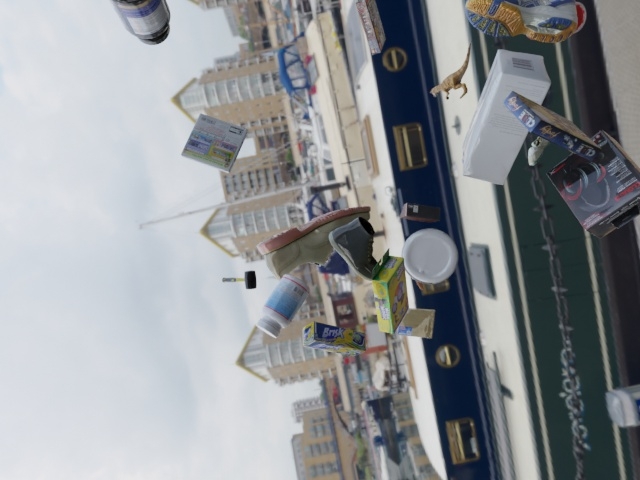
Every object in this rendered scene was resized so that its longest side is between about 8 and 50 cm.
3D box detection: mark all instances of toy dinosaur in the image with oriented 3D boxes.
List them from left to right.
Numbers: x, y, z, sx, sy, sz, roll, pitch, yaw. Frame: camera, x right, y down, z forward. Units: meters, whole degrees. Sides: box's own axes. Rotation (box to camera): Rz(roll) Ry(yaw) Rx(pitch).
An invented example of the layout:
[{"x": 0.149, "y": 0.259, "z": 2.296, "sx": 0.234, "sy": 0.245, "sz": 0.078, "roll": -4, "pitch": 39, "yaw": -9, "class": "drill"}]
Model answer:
[{"x": 0.435, "y": -0.516, "z": 1.571, "sx": 0.112, "sy": 0.064, "sz": 0.211, "roll": 47, "pitch": 139, "yaw": -2, "class": "toy dinosaur"}]

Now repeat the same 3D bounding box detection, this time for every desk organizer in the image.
[{"x": 0.335, "y": -0.092, "z": 1.652, "sx": 0.050, "sy": 0.131, "sz": 0.047, "roll": 163, "pitch": 113, "yaw": -68, "class": "desk organizer"}]

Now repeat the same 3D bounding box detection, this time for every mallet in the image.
[{"x": -0.275, "y": 0.142, "z": 1.645, "sx": 0.190, "sy": 0.039, "sz": 0.062, "roll": -16, "pitch": 81, "yaw": 48, "class": "mallet"}]

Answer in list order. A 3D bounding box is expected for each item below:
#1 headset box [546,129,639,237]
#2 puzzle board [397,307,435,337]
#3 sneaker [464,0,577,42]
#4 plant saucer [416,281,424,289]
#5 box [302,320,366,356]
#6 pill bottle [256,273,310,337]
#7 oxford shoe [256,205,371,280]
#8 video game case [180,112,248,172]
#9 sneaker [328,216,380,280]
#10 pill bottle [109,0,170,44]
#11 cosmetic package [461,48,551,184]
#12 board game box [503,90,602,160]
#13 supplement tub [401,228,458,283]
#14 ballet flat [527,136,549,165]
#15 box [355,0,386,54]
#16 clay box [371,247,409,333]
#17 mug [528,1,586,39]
[{"x": 0.903, "y": -0.168, "z": 1.555, "sx": 0.218, "sy": 0.110, "sz": 0.293, "roll": -45, "pitch": 43, "yaw": 35, "class": "headset box"}, {"x": 0.327, "y": 0.280, "z": 1.666, "sx": 0.011, "sy": 0.128, "sz": 0.096, "roll": 30, "pitch": -115, "yaw": -48, "class": "puzzle board"}, {"x": 0.527, "y": -0.617, "z": 1.291, "sx": 0.112, "sy": 0.297, "sz": 0.130, "roll": 126, "pitch": 154, "yaw": -76, "class": "sneaker"}, {"x": 0.415, "y": 0.167, "z": 2.049, "sx": 0.083, "sy": 0.013, "sz": 0.083, "roll": 49, "pitch": -154, "yaw": -34, "class": "plant saucer"}, {"x": 0.037, "y": 0.264, "z": 1.302, "sx": 0.059, "sy": 0.169, "sz": 0.054, "roll": -38, "pitch": 43, "yaw": 45, "class": "box"}, {"x": -0.102, "y": 0.176, "z": 1.312, "sx": 0.160, "sy": 0.087, "sz": 0.087, "roll": -57, "pitch": -16, "yaw": -17, "class": "pill bottle"}, {"x": 0.000, "y": 0.000, "z": 1.557, "sx": 0.146, "sy": 0.397, "sz": 0.140, "roll": 68, "pitch": 162, "yaw": -4, "class": "oxford shoe"}, {"x": -0.419, "y": -0.386, "z": 1.934, "sx": 0.023, "sy": 0.213, "sz": 0.193, "roll": 75, "pitch": -144, "yaw": -77, "class": "video game case"}, {"x": 0.137, "y": 0.031, "z": 1.442, "sx": 0.222, "sy": 0.118, "sz": 0.083, "roll": 42, "pitch": -146, "yaw": -27, "class": "sneaker"}, {"x": -0.431, "y": -0.564, "z": 1.168, "sx": 0.219, "sy": 0.123, "sz": 0.122, "roll": 135, "pitch": 124, "yaw": -82, "class": "pill bottle"}, {"x": 0.606, "y": -0.407, "z": 1.641, "sx": 0.217, "sy": 0.157, "sz": 0.384, "roll": -72, "pitch": -8, "yaw": -46, "class": "cosmetic package"}, {"x": 0.635, "y": -0.314, "z": 1.340, "sx": 0.042, "sy": 0.244, "sz": 0.165, "roll": -57, "pitch": 30, "yaw": 33, "class": "board game box"}, {"x": 0.399, "y": 0.057, "z": 1.797, "sx": 0.316, "sy": 0.194, "sz": 0.193, "roll": 3, "pitch": -104, "yaw": -78, "class": "supplement tub"}, {"x": 0.806, "y": -0.339, "z": 1.832, "sx": 0.052, "sy": 0.168, "sz": 0.057, "roll": 43, "pitch": 143, "yaw": 1, "class": "ballet flat"}, {"x": 0.131, "y": -0.562, "z": 1.253, "sx": 0.137, "sy": 0.027, "sz": 0.093, "roll": 63, "pitch": -148, "yaw": -37, "class": "box"}, {"x": 0.205, "y": 0.145, "z": 1.418, "sx": 0.127, "sy": 0.053, "sz": 0.221, "roll": -48, "pitch": -43, "yaw": -44, "class": "clay box"}, {"x": 0.732, "y": -0.692, "z": 1.556, "sx": 0.113, "sy": 0.150, "sz": 0.169, "roll": 55, "pitch": 179, "yaw": -26, "class": "mug"}]
